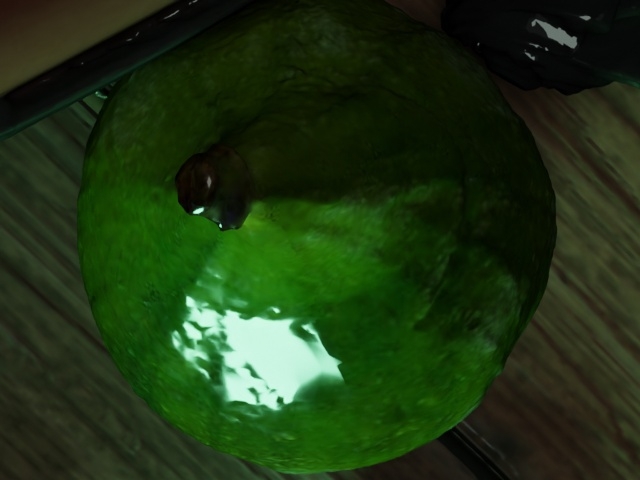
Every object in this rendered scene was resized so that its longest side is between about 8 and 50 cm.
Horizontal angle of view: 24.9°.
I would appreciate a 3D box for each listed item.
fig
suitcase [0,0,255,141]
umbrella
[{"bbox_3d":[0.000,0.000,0.546,0.203,0.235,0.203,0,93,-2],"label":"fig"},{"bbox_3d":[-0.125,-0.164,0.514,0.297,0.161,0.236,-34,102,-23],"label":"suitcase"},{"bbox_3d":[0.161,-0.213,0.589,0.118,0.118,0.340,32,95,-6],"label":"umbrella"}]
